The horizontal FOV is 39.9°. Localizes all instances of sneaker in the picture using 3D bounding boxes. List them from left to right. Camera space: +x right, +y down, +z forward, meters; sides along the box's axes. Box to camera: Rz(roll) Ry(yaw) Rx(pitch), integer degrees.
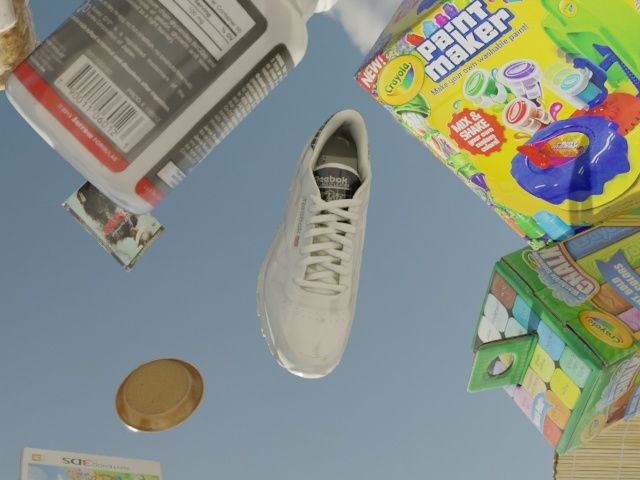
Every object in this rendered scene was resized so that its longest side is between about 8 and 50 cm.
[{"bbox_3d":[0.000,0.000,0.765,0.090,0.095,0.235,10,-112,-11],"label":"sneaker"}]

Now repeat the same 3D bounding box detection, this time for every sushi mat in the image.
[{"bbox_3d":[0.497,0.307,1.268,0.019,0.317,0.151,-81,-10,-67],"label":"sushi mat"}]

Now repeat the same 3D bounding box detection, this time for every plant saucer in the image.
[{"bbox_3d":[-0.150,0.140,0.816,0.083,0.083,0.015,43,-176,-36],"label":"plant saucer"}]

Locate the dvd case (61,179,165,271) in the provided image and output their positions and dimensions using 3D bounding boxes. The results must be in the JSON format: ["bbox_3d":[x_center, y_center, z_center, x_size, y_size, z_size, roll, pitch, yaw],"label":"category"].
[{"bbox_3d":[-0.265,-0.030,1.142,0.119,0.013,0.087,50,-135,-18],"label":"dvd case"}]

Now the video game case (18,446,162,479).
[{"bbox_3d":[-0.296,0.361,1.150,0.194,0.023,0.212,12,-151,-22],"label":"video game case"}]

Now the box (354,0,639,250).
[{"bbox_3d":[0.244,-0.181,0.846,0.279,0.290,0.177,41,-128,-14],"label":"box"}]

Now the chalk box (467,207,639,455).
[{"bbox_3d":[0.302,0.108,1.023,0.289,0.180,0.179,-22,-128,-22],"label":"chalk box"}]

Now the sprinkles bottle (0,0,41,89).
[{"bbox_3d":[-0.375,-0.317,0.908,0.355,0.121,0.121,100,178,-54],"label":"sprinkles bottle"}]

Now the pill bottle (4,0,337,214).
[{"bbox_3d":[-0.147,-0.220,0.976,0.210,0.363,0.210,45,176,4],"label":"pill bottle"}]
